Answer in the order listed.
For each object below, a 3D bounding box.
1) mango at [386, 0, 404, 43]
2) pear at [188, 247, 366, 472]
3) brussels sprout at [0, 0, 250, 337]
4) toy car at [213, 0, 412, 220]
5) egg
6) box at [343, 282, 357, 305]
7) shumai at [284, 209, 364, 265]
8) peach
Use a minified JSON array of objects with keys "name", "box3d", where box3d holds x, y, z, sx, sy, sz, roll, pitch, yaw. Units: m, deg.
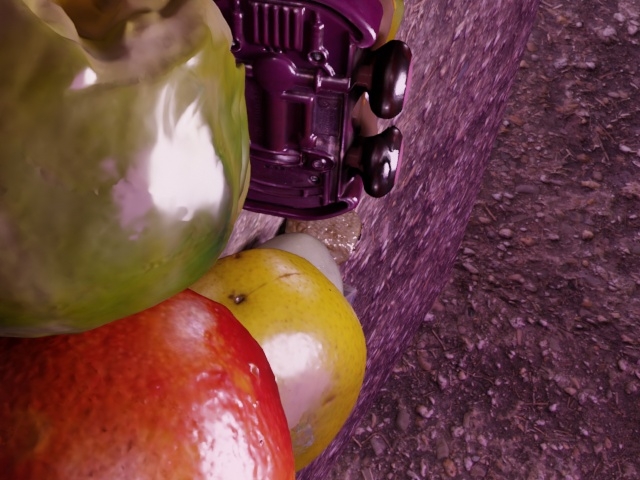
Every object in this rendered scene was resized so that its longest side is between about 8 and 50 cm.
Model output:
[{"name":"mango","box3d":[0.064,-0.308,1.355,0.194,0.092,0.130,-50,148,-29]},{"name":"pear","box3d":[-0.084,0.198,1.202,0.387,0.191,0.340,-8,124,-38]},{"name":"brussels sprout","box3d":[-0.170,-0.089,0.603,0.344,0.268,0.344,18,90,-77]},{"name":"toy car","box3d":[-0.028,-0.197,0.987,0.340,0.271,0.240,96,7,-51]},{"name":"egg","box3d":[-0.059,0.103,1.434,0.186,0.187,0.253,-35,145,-61]},{"name":"box","box3d":[-0.006,0.185,1.981,0.233,0.067,0.149,-26,142,-65]},{"name":"shumai","box3d":[0.000,-0.003,1.587,0.145,0.146,0.116,-54,169,-33]},{"name":"peach","box3d":[-0.202,0.203,0.747,0.388,0.388,0.388,-56,163,-27]}]
